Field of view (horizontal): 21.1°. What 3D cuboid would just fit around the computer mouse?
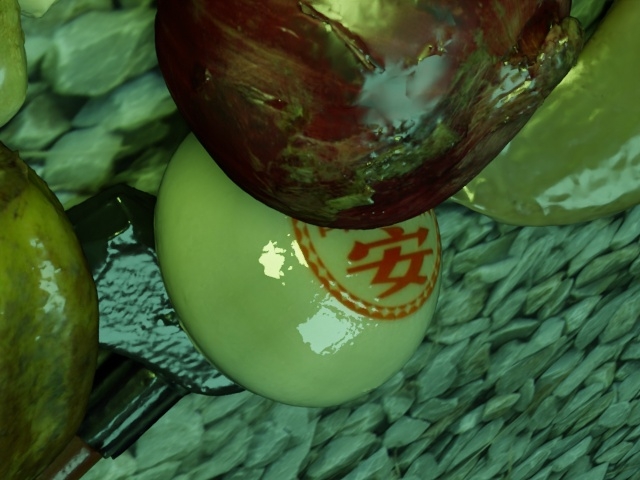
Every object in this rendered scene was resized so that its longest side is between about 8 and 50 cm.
[{"bbox_3d":[-0.118,0.038,1.283,0.217,0.073,0.122,31,104,-37],"label":"computer mouse"}]

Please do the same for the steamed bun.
[{"bbox_3d":[0.000,0.000,1.227,0.145,0.232,0.232,-24,166,37],"label":"steamed bun"}]

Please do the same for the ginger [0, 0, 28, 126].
[{"bbox_3d":[-0.141,-0.164,0.811,0.089,0.075,0.288,-20,138,-50],"label":"ginger"}]

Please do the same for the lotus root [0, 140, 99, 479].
[{"bbox_3d":[-0.241,0.066,1.090,0.193,0.193,0.291,-16,144,-39],"label":"lotus root"}]

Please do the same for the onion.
[{"bbox_3d":[0.035,-0.140,1.054,0.276,0.276,0.276,-30,151,-19],"label":"onion"}]

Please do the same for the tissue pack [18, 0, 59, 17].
[{"bbox_3d":[-0.167,-0.223,0.859,0.186,0.090,0.222,-51,152,13],"label":"tissue pack"}]

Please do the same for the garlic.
[{"bbox_3d":[0.221,-0.115,1.495,0.338,0.151,0.196,-38,126,11],"label":"garlic"}]

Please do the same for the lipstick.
[{"bbox_3d":[-0.120,0.092,1.385,0.299,0.081,0.081,-45,152,3],"label":"lipstick"}]
